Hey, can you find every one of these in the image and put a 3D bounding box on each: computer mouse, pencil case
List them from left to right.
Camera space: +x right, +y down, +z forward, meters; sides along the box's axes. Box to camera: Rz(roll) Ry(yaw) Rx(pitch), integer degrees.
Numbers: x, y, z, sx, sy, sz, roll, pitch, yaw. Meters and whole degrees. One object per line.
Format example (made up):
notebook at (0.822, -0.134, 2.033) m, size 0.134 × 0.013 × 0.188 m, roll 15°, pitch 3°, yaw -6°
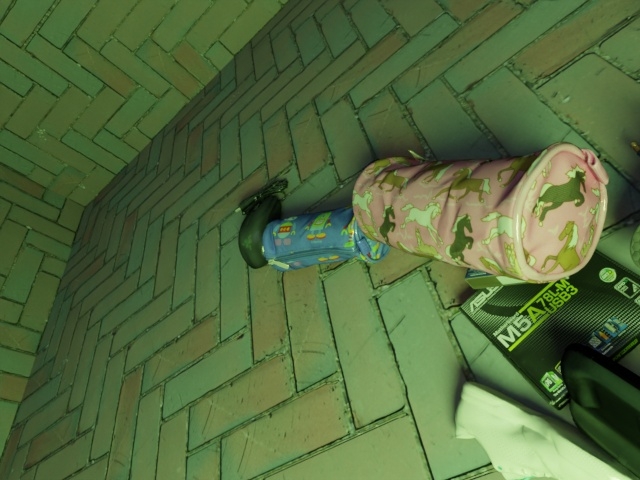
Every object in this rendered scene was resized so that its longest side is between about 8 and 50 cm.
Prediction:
computer mouse at (-0.175, -0.049, 1.139) m, size 0.188 × 0.072 × 0.273 m, roll -27°, pitch 46°, yaw 27°
pencil case at (0.000, 0.000, 0.890) m, size 0.305 × 0.119 × 0.133 m, roll -8°, pitch 35°, yaw 41°
pencil case at (0.197, -0.052, 0.612) m, size 0.386 × 0.159 × 0.167 m, roll -158°, pitch 61°, yaw -65°

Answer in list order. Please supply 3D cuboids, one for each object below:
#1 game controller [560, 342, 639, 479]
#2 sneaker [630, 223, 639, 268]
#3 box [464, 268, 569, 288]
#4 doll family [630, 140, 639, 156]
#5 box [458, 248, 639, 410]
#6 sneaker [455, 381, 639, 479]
game controller at (0.347, 0.209, 0.340) m, size 0.067 × 0.167 × 0.319 m, roll -34°, pitch 32°, yaw -9°
sneaker at (0.452, -0.039, 0.404) m, size 0.163 × 0.226 × 0.086 m, roll 6°, pitch 57°, yaw 2°
box at (0.306, -0.034, 0.628) m, size 0.136 × 0.036 × 0.226 m, roll -17°, pitch 41°, yaw 51°
doll family at (0.492, -0.105, 0.510) m, size 0.075 × 0.112 × 0.193 m, roll -17°, pitch 32°, yaw -14°
box at (0.319, 0.094, 0.569) m, size 0.191 × 0.045 × 0.184 m, roll -45°, pitch 41°, yaw 9°
sneaker at (0.257, 0.257, 0.502) m, size 0.212 × 0.080 × 0.094 m, roll 16°, pitch 86°, yaw 56°
